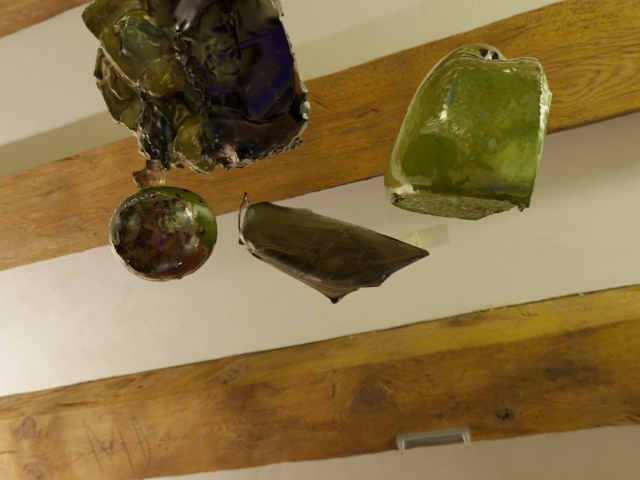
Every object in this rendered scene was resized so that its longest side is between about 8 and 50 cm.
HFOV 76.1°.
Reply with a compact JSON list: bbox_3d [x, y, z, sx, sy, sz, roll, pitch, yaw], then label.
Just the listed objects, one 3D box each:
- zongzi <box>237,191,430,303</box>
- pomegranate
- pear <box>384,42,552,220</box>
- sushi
[{"bbox_3d":[-0.002,-0.002,0.520,0.205,0.204,0.094,30,-112,-18],"label":"zongzi"},{"bbox_3d":[-0.183,-0.014,0.469,0.130,0.130,0.130,2,-80,10],"label":"pomegranate"},{"bbox_3d":[0.253,-0.199,0.741,0.238,0.342,0.318,11,-90,8],"label":"pear"},{"bbox_3d":[-0.198,-0.249,0.645,0.285,0.328,0.328,-25,-62,-14],"label":"sushi"}]
